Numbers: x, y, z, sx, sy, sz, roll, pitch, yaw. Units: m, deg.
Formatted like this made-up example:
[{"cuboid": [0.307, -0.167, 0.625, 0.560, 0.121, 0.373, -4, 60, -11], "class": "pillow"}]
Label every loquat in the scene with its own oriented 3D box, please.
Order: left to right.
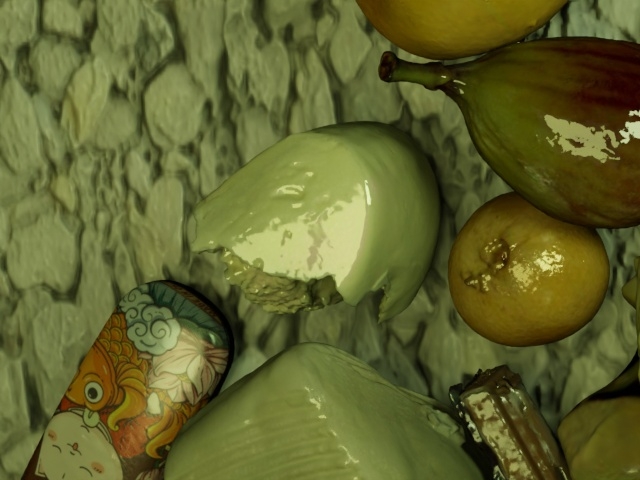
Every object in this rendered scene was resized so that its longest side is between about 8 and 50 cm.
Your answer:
[{"cuboid": [0.118, -0.248, 1.543, 0.208, 0.208, 0.208, 3, 96, 24], "class": "loquat"}, {"cuboid": [0.172, 0.025, 1.579, 0.141, 0.141, 0.141, 3, 96, 24], "class": "loquat"}]

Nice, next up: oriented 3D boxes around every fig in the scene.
[{"cuboid": [0.174, -0.101, 1.500, 0.274, 0.170, 0.145, 15, 124, -11], "class": "fig"}]

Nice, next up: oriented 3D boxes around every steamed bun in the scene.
[{"cuboid": [0.000, 0.000, 1.601, 0.200, 0.225, 0.170, -33, 82, 21], "class": "steamed bun"}, {"cuboid": [0.056, 0.276, 1.607, 0.247, 0.236, 0.383, -41, 72, 31], "class": "steamed bun"}]

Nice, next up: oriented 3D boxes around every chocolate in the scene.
[{"cuboid": [0.221, 0.247, 1.587, 0.065, 0.102, 0.329, -33, 88, 27], "class": "chocolate"}]

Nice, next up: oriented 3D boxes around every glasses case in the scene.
[{"cuboid": [-0.191, 0.185, 1.782, 0.122, 0.082, 0.321, 34, 108, 15], "class": "glasses case"}]

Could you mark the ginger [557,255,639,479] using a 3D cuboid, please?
[{"cuboid": [0.394, 0.095, 1.450, 0.358, 0.211, 0.413, 39, 109, 13], "class": "ginger"}]
